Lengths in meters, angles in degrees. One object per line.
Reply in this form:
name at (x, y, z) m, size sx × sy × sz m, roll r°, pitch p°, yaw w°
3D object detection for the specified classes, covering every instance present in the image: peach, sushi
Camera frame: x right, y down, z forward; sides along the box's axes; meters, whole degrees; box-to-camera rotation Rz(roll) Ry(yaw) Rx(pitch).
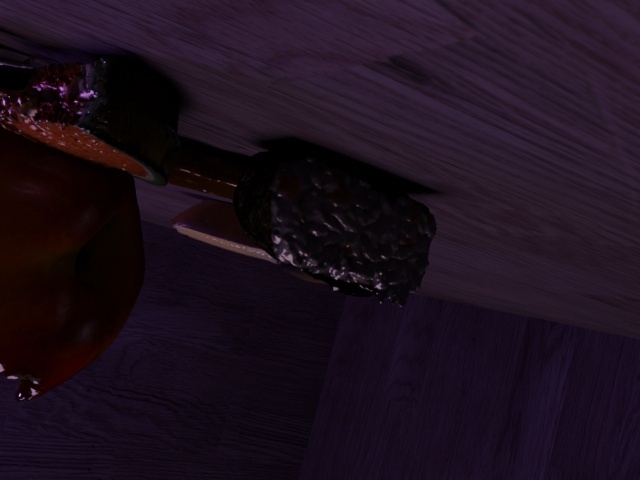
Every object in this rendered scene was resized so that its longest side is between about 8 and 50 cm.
peach at (-0.380, -0.020, 0.881) m, size 0.406 × 0.310 × 0.335 m, roll 29°, pitch 164°, yaw 28°
sushi at (0.015, -0.019, 0.827) m, size 0.225 × 0.136 × 0.126 m, roll 24°, pitch 170°, yaw -21°

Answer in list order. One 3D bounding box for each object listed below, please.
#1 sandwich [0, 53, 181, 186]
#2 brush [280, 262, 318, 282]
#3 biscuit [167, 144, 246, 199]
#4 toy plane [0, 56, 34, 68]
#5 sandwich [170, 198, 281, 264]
sandwich at (-0.197, -0.112, 0.706) m, size 0.159 × 0.079 × 0.235 m, roll 15°, pitch 174°, yaw 14°
brush at (0.000, 0.000, 1.145) m, size 0.059 × 0.123 × 0.197 m, roll 21°, pitch 173°, yaw -15°
biscuit at (-0.183, -0.100, 1.024) m, size 0.290 × 0.041 × 0.208 m, roll 14°, pitch 175°, yaw 19°
toy plane at (-0.343, -0.165, 0.652) m, size 0.171 × 0.066 × 0.162 m, roll 6°, pitch -178°, yaw 35°
sandwich at (-0.192, -0.029, 1.599) m, size 0.258 × 0.096 × 0.094 m, roll 15°, pitch 169°, yaw 11°
